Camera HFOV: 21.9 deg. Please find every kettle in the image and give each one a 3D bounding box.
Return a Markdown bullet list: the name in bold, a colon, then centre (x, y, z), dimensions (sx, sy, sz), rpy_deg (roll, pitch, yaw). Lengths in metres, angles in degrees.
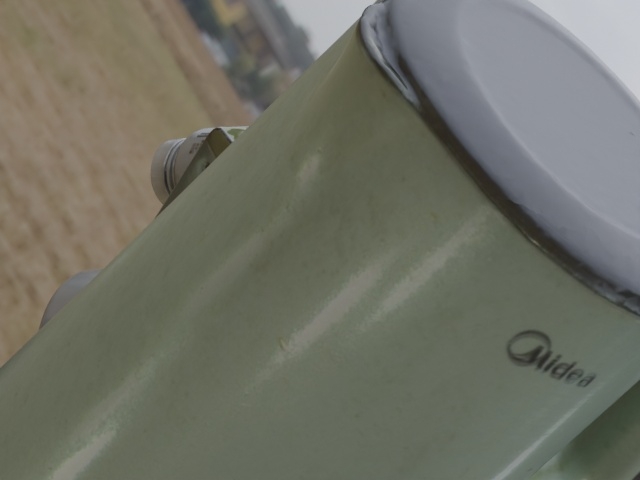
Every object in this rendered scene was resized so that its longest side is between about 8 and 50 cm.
- **kettle**: centre (0.050, 0.076, 0.898), dimensions (0.361, 0.376, 0.250), rpy_deg (25, 35, -31)

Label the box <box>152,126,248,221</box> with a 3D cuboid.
- **box**: centre (0.000, 0.000, 1.182), dimensions (0.270, 0.211, 0.045), rpy_deg (0, 50, -39)

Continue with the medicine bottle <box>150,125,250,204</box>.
- **medicine bottle**: centre (-0.073, -0.057, 1.398), dimensions (0.140, 0.079, 0.079), rpy_deg (0, -46, 39)

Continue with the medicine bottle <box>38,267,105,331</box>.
- **medicine bottle**: centre (-0.105, 0.125, 1.719), dimensions (0.208, 0.340, 0.208), rpy_deg (11, 78, -62)
